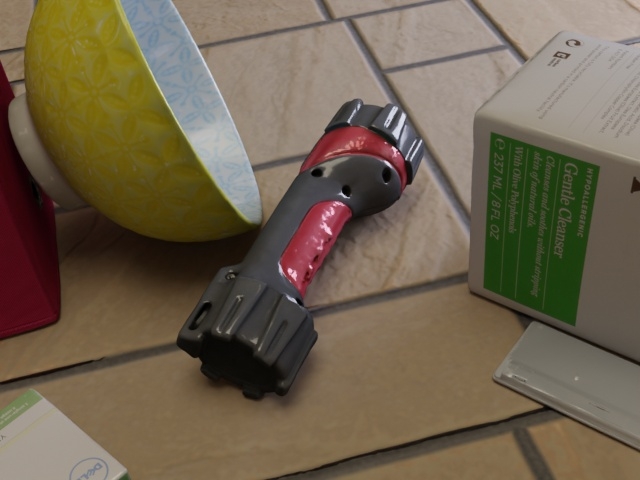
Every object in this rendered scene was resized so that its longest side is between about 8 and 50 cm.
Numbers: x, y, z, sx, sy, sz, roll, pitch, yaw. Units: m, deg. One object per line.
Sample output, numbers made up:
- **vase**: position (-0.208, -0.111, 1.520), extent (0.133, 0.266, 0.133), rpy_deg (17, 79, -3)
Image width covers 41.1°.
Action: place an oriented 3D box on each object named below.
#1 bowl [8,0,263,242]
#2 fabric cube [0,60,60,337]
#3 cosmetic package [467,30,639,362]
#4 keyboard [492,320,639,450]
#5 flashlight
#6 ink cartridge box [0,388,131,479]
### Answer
- **bowl**: position (-0.184, -0.112, 0.778), extent (0.156, 0.289, 0.290), rpy_deg (-24, 41, 6)
- **fabric cube**: position (-0.395, -0.066, 0.746), extent (0.258, 0.258, 0.254), rpy_deg (-15, 41, -10)
- **cosmetic package**: position (0.307, -0.004, 0.632), extent (0.365, 0.197, 0.155), rpy_deg (23, 49, 32)
- **keyboard**: position (0.256, 0.131, 0.624), extent (0.256, 0.014, 0.072), rpy_deg (24, 44, 30)
- **flashlight**: position (0.000, 0.000, 0.748), extent (0.103, 0.103, 0.304), rpy_deg (-11, 37, 37)
- **ink cartridge box**: position (-0.184, 0.217, 0.551), extent (0.235, 0.056, 0.171), rpy_deg (26, 50, 35)
